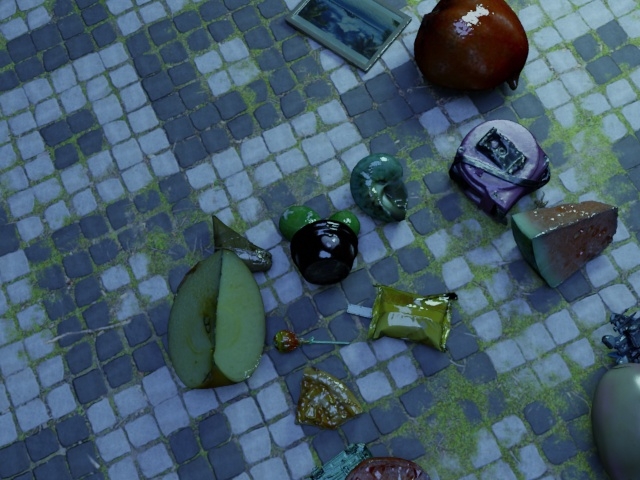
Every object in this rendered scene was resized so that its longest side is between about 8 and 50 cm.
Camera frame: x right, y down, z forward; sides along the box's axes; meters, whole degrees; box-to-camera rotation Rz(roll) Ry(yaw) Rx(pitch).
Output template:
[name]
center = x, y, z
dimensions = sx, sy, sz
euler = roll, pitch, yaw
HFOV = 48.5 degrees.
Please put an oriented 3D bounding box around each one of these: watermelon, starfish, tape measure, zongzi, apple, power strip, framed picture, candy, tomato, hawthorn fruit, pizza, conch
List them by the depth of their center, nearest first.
[tomato]
center = 0.149, 0.615, 1.670
dimensions = 0.237, 0.095, 0.236
euler = 2, 80, -15
[pizza]
center = -0.004, 0.409, 1.788
dimensions = 0.161, 0.062, 0.182
euler = -40, 75, -3
[apple]
center = -0.265, 0.206, 1.814
dimensions = 0.254, 0.179, 0.345
euler = 2, 73, -7
[watermelon]
center = 0.639, -0.015, 1.830
dimensions = 0.257, 0.192, 0.139
euler = -25, 41, 0
[candy]
center = -0.023, 0.265, 1.848
dimensions = 0.201, 0.060, 0.060
euler = 2, 72, -4
[power strip]
center = 0.104, 0.185, 1.872
dimensions = 0.083, 0.017, 0.027
euler = 13, 73, 8
[tape measure]
center = 0.480, -0.198, 1.895
dimensions = 0.245, 0.149, 0.231
euler = 40, 80, 15
[starfish]
center = 0.586, -0.087, 1.907
dimensions = 0.016, 0.086, 0.092
euler = 23, 111, 47
[conch]
center = 0.162, -0.148, 1.923
dimensions = 0.176, 0.122, 0.188
euler = 19, 76, -11
[zongzi]
center = -0.212, 0.006, 1.929
dimensions = 0.160, 0.078, 0.176
euler = -4, 68, -2
[hawthorn fruit]
center = 0.415, -0.552, 1.955
dimensions = 0.312, 0.295, 0.294
euler = 7, 73, 4
[framed picture]
center = 0.082, -0.664, 2.146
dimensions = 0.315, 0.024, 0.232
euler = 35, 77, 13

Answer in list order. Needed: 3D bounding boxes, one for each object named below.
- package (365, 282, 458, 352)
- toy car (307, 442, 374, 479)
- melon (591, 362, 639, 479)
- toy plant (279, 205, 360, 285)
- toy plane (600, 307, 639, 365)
[package]
center = 0.232, 0.194, 1.821
dimensions = 0.226, 0.090, 0.168
euler = 11, 70, 5
[toy car]
center = 0.046, 0.568, 1.733
dimensions = 0.186, 0.058, 0.093
euler = -31, 73, -18
[melon]
center = 0.742, 0.440, 1.628
dimensions = 0.223, 0.223, 0.316
euler = -4, 73, 4
[toy plant]
center = 0.000, 0.000, 1.874
dimensions = 0.218, 0.175, 0.235
euler = -1, 44, -3
[toy plane]
center = 0.807, 0.222, 1.770
dimensions = 0.246, 0.078, 0.169
euler = -31, 99, -9
